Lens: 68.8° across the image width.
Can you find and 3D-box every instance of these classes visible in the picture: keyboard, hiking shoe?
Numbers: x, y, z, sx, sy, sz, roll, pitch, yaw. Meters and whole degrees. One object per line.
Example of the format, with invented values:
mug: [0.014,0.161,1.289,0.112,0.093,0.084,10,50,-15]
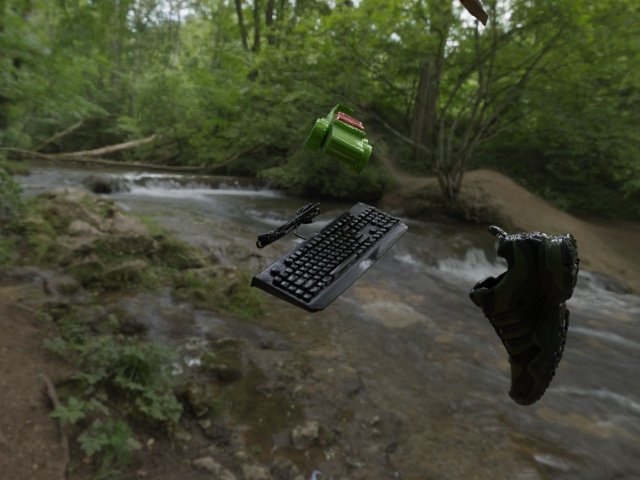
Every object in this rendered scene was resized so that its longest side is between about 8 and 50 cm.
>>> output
keyboard: [0.000,0.000,0.781,0.202,0.033,0.317,20,33,26]
hiking shoe: [0.245,0.092,0.583,0.114,0.226,0.086,13,18,33]

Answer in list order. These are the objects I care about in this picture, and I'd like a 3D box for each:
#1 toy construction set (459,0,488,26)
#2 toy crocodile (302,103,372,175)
toy construction set: [0.295,-0.421,0.613,0.258,0.237,0.309,-21,-18,-22]
toy crocodile: [0.042,-0.203,0.909,0.115,0.105,0.340,25,16,-5]
